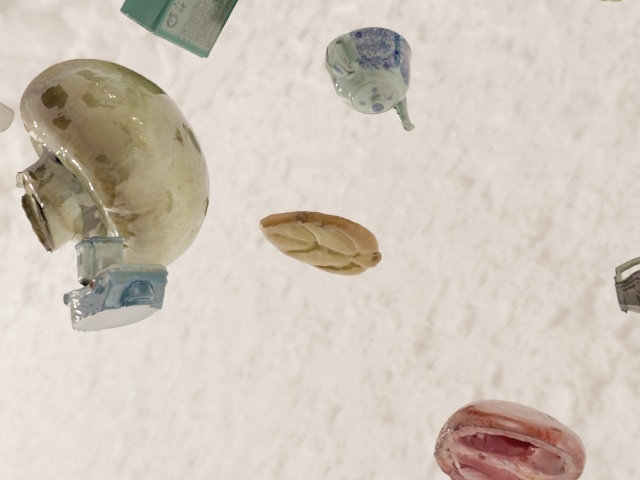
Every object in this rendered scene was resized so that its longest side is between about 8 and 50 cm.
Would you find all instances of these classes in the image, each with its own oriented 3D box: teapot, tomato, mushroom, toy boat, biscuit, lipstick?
[{"bbox_3d":[0.440,0.065,1.670,0.057,0.066,0.088,-13,60,19],"label":"teapot"},{"bbox_3d":[0.239,0.248,1.509,0.189,0.173,0.099,-51,14,52],"label":"tomato"},{"bbox_3d":[-0.316,-0.105,1.767,0.260,0.352,0.352,-28,17,-20],"label":"mushroom"},{"bbox_3d":[0.089,-0.285,2.121,0.159,0.232,0.159,-24,50,33],"label":"teapot"},{"bbox_3d":[-0.241,0.045,1.378,0.215,0.088,0.102,-28,64,60],"label":"toy boat"},{"bbox_3d":[-0.001,0.005,2.445,0.203,0.260,0.041,122,163,-61],"label":"biscuit"},{"bbox_3d":[-0.458,-0.187,1.555,0.038,0.131,0.038,-18,55,28],"label":"lipstick"}]

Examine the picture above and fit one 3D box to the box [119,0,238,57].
[{"bbox_3d":[-0.200,-0.439,1.955,0.092,0.153,0.244,35,98,30],"label":"box"}]
